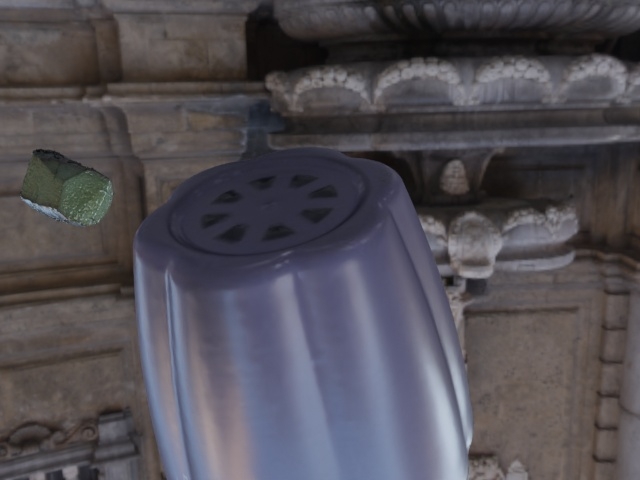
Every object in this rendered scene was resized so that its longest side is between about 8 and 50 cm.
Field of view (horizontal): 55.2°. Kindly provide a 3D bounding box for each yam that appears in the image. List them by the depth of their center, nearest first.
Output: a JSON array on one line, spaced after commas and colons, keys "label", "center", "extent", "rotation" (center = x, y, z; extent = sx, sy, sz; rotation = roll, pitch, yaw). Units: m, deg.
[{"label": "yam", "center": [-0.759, -0.153, 1.865], "extent": [0.271, 0.203, 0.201], "rotation": [18, -179, 44]}]

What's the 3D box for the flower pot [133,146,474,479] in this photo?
[{"label": "flower pot", "center": [-0.013, 0.070, 0.472], "extent": [0.264, 0.243, 0.265], "rotation": [-6, -151, 3]}]
